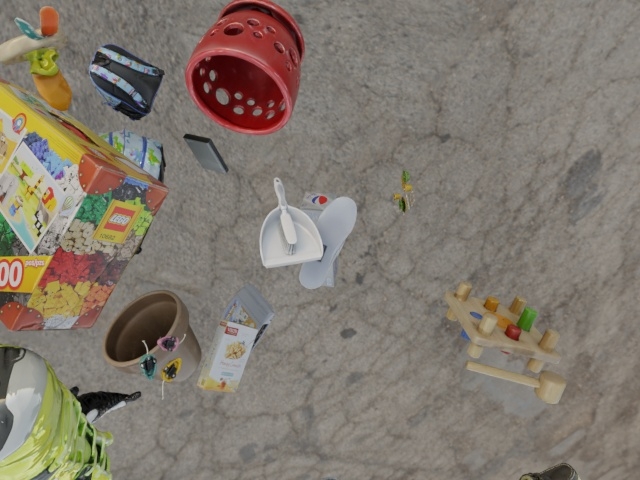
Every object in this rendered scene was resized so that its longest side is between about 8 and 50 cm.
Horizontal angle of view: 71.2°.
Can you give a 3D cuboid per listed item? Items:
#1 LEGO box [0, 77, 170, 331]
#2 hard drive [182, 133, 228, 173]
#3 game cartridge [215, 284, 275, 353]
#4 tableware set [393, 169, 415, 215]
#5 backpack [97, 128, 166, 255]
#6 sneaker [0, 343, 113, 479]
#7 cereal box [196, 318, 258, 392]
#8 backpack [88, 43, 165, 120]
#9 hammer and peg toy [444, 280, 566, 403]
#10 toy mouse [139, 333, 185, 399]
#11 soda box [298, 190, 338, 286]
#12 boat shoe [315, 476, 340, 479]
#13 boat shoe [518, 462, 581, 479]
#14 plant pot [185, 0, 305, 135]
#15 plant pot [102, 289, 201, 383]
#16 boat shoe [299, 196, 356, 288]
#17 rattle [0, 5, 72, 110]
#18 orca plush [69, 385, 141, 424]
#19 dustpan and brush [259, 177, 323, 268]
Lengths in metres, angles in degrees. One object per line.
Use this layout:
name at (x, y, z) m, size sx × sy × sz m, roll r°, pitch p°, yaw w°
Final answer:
LEGO box at (-0.640, -0.092, 1.007) m, size 0.373 × 0.500 × 0.193 m, roll -59°, pitch 156°, yaw 5°
hard drive at (-0.337, -0.257, 1.323) m, size 0.022 × 0.094 × 0.135 m, roll -63°, pitch 155°, yaw -24°
game cartridge at (-0.314, 0.336, 1.798) m, size 0.062 × 0.198 × 0.297 m, roll 1°, pitch 126°, yaw -57°
tableware set at (0.233, -0.136, 1.274) m, size 0.024 × 0.104 × 0.154 m, roll -8°, pitch 169°, yaw -3°
backpack at (-0.600, -0.159, 1.370) m, size 0.273 × 0.290 × 0.355 m, roll 30°, pitch 113°, yaw -32°
sneaker at (-0.316, 0.233, 0.517) m, size 0.147 × 0.145 × 0.385 m, roll 7°, pitch 139°, yaw -26°
cereal box at (-0.327, 0.413, 1.593) m, size 0.173 × 0.047 × 0.240 m, roll 33°, pitch 73°, yaw -53°
backpack at (-0.537, -0.430, 1.210) m, size 0.173 × 0.116 × 0.159 m, roll 25°, pitch 70°, yaw -37°
hammer and peg toy at (0.496, 0.252, 1.201) m, size 0.265 × 0.361 × 0.128 m, roll 15°, pitch 110°, yaw -8°
toy mouse at (-0.398, 0.282, 1.096) m, size 0.143 × 0.031 × 0.161 m, roll 56°, pitch 48°, yaw -40°
soda box at (0.000, 0.000, 1.312) m, size 0.091 × 0.098 × 0.287 m, roll 5°, pitch 129°, yaw 11°
boat shoe at (-0.017, 0.554, 0.944) m, size 0.103 × 0.118 × 0.320 m, roll -62°, pitch 151°, yaw -19°
boat shoe at (0.464, 0.545, 0.966) m, size 0.223 × 0.080 × 0.074 m, roll -26°, pitch 97°, yaw -13°
plant pot at (-0.121, -0.314, 0.800) m, size 0.190 × 0.174 × 0.191 m, roll 13°, pitch 151°, yaw 7°
plant pot at (-0.485, 0.323, 1.375) m, size 0.262 × 0.263 × 0.229 m, roll -29°, pitch 130°, yaw -4°
boat shoe at (0.014, 0.001, 1.177) m, size 0.095 × 0.084 × 0.258 m, roll 29°, pitch 97°, yaw -2°
rattle at (-0.502, -0.324, 0.824) m, size 0.130 × 0.199 × 0.143 m, roll -22°, pitch 109°, yaw -49°
orca plush at (-0.579, 0.407, 1.085) m, size 0.287 × 0.151 × 0.102 m, roll -5°, pitch 111°, yaw -44°
dustpan and brush at (-0.083, -0.050, 1.051) m, size 0.147 × 0.211 × 0.060 m, roll -9°, pitch 151°, yaw -17°
